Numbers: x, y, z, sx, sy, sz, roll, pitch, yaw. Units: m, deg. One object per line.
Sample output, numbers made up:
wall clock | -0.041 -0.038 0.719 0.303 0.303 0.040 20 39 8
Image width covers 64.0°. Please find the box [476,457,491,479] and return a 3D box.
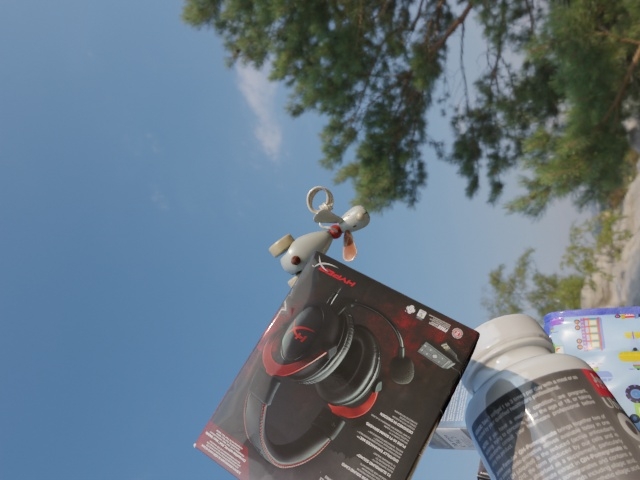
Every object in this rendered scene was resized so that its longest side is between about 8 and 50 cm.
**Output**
box | 0.320 0.434 0.958 0.116 0.029 0.162 -59 -40 -44

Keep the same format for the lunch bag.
lunch bag | 0.467 0.211 0.747 0.138 0.293 0.221 53 -141 -61

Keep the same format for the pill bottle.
pill bottle | 0.283 0.249 0.607 0.176 0.176 0.319 53 -168 -44

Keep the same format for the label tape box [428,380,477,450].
label tape box | 0.312 0.360 1.221 0.106 0.333 0.241 44 -130 -22

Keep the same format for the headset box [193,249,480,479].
headset box | 0.018 0.193 0.592 0.293 0.218 0.110 -58 -22 -13

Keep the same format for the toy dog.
toy dog | 0.000 0.000 1.515 0.334 0.220 0.161 -55 5 -6
